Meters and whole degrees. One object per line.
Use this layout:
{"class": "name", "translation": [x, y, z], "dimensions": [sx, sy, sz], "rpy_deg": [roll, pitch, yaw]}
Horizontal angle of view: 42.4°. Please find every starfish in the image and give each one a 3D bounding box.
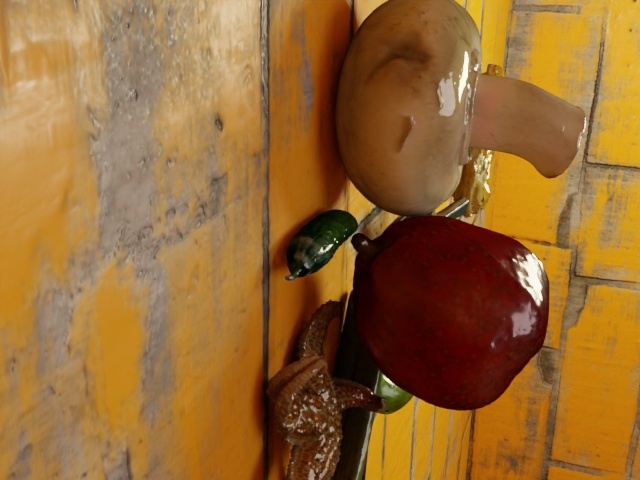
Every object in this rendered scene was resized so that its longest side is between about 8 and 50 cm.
{"class": "starfish", "translation": [0.003, 0.248, 1.103], "dimensions": [0.303, 0.113, 0.312], "rpy_deg": [-27, 120, -70]}

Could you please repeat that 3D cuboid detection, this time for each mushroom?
{"class": "mushroom", "translation": [0.160, -0.185, 1.194], "dimensions": [0.356, 0.315, 0.315], "rpy_deg": [17, 79, -38]}

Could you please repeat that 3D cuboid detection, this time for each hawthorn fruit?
{"class": "hawthorn fruit", "translation": [0.161, 0.088, 1.154], "dimensions": [0.307, 0.265, 0.265], "rpy_deg": [34, 55, -23]}

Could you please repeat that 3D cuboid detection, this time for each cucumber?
{"class": "cucumber", "translation": [0.000, 0.000, 1.071], "dimensions": [0.250, 0.056, 0.056], "rpy_deg": [-44, 139, -66]}

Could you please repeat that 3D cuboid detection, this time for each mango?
{"class": "mango", "translation": [0.106, 0.246, 1.450], "dimensions": [0.119, 0.100, 0.178], "rpy_deg": [64, 22, 13]}

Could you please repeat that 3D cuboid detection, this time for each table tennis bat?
{"class": "table tennis bat", "translation": [0.176, -0.011, 1.482], "dimensions": [0.301, 0.022, 0.173], "rpy_deg": [-32, 147, -39]}

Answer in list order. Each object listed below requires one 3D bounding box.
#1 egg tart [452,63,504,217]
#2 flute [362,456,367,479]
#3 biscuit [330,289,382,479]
{"class": "egg tart", "translation": [0.326, -0.226, 1.845], "dimensions": [0.352, 0.150, 0.351], "rpy_deg": [11, 90, -77]}
{"class": "flute", "translation": [0.084, 0.426, 1.589], "dimensions": [0.014, 0.014, 0.269], "rpy_deg": [-23, 119, -70]}
{"class": "biscuit", "translation": [0.051, 0.228, 1.285], "dimensions": [0.038, 0.099, 0.322], "rpy_deg": [21, 77, -38]}
